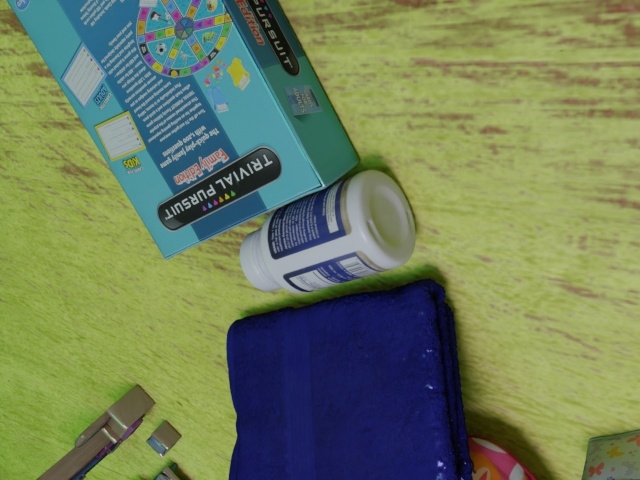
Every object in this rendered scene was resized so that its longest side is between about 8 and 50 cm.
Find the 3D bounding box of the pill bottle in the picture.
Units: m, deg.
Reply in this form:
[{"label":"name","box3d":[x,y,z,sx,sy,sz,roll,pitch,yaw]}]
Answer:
[{"label":"pill bottle","box3d":[0.000,0.000,0.538,0.170,0.094,0.094,-19,104,38]}]

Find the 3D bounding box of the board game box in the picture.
[{"label":"board game box","box3d":[-0.149,-0.171,0.549,0.254,0.079,0.335,-20,103,38]}]

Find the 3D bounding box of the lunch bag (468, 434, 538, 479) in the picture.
[{"label":"lunch bag","box3d":[0.169,0.364,0.611,0.293,0.120,0.258,53,144,-1]}]

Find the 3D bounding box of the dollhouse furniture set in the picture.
[{"label":"dollhouse furniture set","box3d":[-0.331,0.473,0.942,0.303,0.198,0.286,45,130,3]}]

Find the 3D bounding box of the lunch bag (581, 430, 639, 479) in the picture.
[{"label":"lunch bag","box3d":[0.288,0.214,0.488,0.083,0.071,0.053,-35,92,39]}]

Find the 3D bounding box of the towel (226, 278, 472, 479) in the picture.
[{"label":"towel","box3d":[0.017,0.177,0.588,0.308,0.076,0.227,-18,69,40]}]
